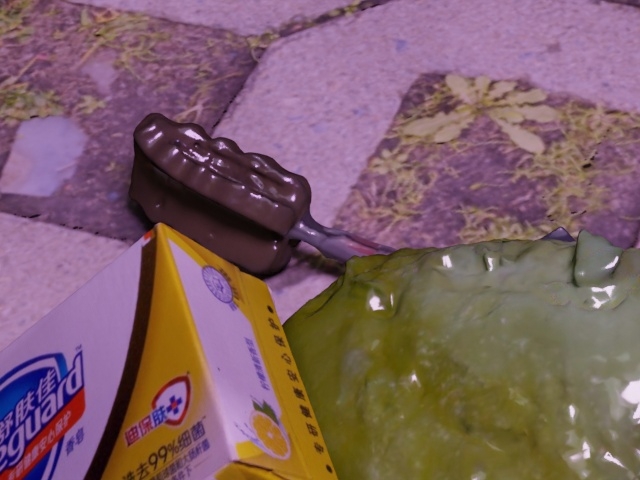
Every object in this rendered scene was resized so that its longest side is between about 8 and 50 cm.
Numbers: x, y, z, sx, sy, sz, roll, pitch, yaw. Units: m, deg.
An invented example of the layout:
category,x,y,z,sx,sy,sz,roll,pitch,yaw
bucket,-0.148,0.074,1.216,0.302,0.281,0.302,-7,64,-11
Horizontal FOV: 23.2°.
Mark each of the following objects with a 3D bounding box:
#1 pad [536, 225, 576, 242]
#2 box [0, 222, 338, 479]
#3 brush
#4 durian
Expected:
category,x,y,z,sx,sy,sz,roll,pitch,yaw
pad,0.115,0.097,1.034,0.245,0.006,0.170,-29,55,-18
box,-0.132,0.138,0.872,0.265,0.097,0.168,-36,51,20
brush,0.000,0.000,1.074,0.301,0.084,0.071,25,56,13
durian,0.116,0.127,0.875,0.340,0.204,0.255,2,79,32
